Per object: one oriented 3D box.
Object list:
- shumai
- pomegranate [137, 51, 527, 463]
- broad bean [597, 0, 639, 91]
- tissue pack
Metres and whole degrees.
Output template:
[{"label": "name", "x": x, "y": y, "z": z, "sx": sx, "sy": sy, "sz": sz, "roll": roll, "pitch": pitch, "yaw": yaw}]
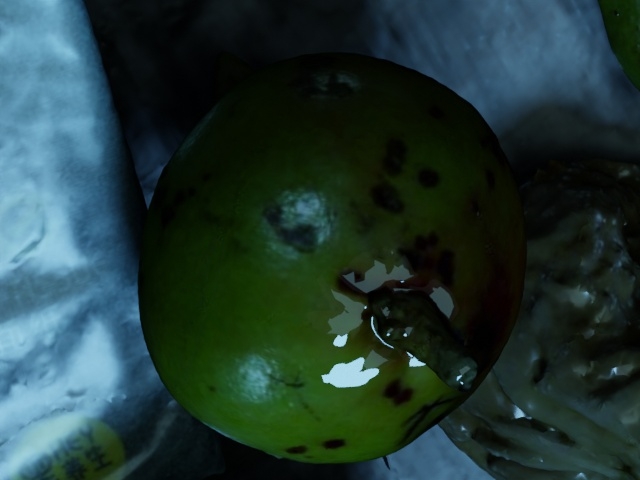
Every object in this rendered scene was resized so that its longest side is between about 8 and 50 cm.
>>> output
[{"label": "shumai", "x": 0.151, "y": 0.069, "z": 0.844, "sx": 0.206, "sy": 0.175, "sz": 0.166, "roll": 30, "pitch": 99, "yaw": -24}, {"label": "pomegranate", "x": 0.009, "y": -0.002, "z": 0.743, "sx": 0.156, "sy": 0.220, "sz": 0.156, "roll": 2, "pitch": 108, "yaw": 6}, {"label": "broad bean", "x": 0.119, "y": -0.157, "z": 0.812, "sx": 0.256, "sy": 0.052, "sz": 0.053, "roll": 57, "pitch": 46, "yaw": -26}, {"label": "tissue pack", "x": -0.161, "y": 0.009, "z": 0.762, "sx": 0.185, "sy": 0.081, "sz": 0.257, "roll": -20, "pitch": 118, "yaw": -12}]
